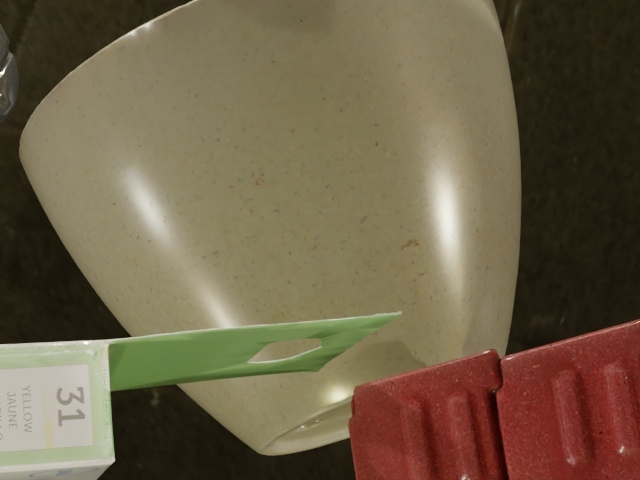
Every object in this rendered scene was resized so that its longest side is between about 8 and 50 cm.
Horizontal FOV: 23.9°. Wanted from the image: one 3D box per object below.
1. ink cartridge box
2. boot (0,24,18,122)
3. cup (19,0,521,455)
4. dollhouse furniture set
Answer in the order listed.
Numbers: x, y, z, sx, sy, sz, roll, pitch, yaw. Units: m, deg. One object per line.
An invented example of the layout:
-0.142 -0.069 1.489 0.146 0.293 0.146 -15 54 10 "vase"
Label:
-0.097 0.075 0.643 0.235 0.171 0.056 -1 78 -13 "ink cartridge box"
-0.503 -0.120 1.279 0.367 0.445 0.146 44 36 -9 "boot"
0.000 0.000 0.985 0.331 0.331 0.237 -20 75 -4 "cup"
0.143 0.237 0.745 0.152 0.201 0.374 -12 81 22 "dollhouse furniture set"
